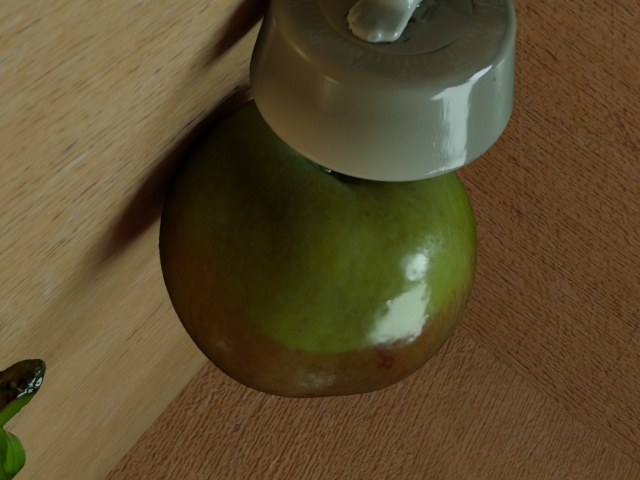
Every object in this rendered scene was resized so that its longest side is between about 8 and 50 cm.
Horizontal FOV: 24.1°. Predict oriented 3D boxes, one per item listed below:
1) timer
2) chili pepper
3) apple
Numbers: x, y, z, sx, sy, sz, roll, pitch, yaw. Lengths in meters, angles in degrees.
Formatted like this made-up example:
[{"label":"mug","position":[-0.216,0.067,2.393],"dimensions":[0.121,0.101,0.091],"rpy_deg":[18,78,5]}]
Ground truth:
[{"label":"timer","position":[0.051,-0.185,0.893],"dimensions":[0.175,0.175,0.266],"rpy_deg":[-50,160,-36]},{"label":"chili pepper","position":[-0.220,0.124,1.006],"dimensions":[0.201,0.050,0.052],"rpy_deg":[120,-7,-62]},{"label":"apple","position":[0.000,0.000,1.125],"dimensions":[0.261,0.261,0.194],"rpy_deg":[-49,163,-50]}]
